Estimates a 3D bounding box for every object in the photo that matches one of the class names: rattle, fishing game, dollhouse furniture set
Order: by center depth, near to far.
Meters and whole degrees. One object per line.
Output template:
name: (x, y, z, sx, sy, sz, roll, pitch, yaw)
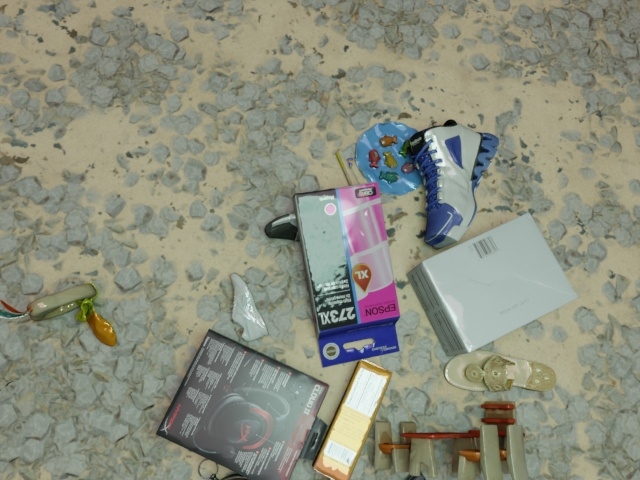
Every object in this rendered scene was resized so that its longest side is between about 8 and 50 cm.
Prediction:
dollhouse furniture set: (0.269, 0.372, 1.061, 0.259, 0.262, 0.135, 14, 68, -36)
rattle: (-0.504, 0.163, 1.066, 0.130, 0.200, 0.142, -11, 92, 13)
fishing game: (0.175, -0.199, 1.306, 0.264, 0.041, 0.189, -16, 79, -9)

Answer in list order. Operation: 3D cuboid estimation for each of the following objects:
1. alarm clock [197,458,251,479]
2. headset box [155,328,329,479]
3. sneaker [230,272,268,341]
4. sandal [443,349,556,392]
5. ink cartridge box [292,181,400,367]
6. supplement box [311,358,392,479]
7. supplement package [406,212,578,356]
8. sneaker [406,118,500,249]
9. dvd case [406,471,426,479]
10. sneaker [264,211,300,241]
alarm clock: (-0.170, 0.500, 1.068, 0.129, 0.064, 0.192, -35, 83, -13)
headset box: (-0.132, 0.335, 1.092, 0.293, 0.110, 0.218, 24, 74, 2)
sneaker: (-0.164, 0.140, 1.174, 0.061, 0.053, 0.152, -23, 78, -8)
sandal: (0.387, 0.276, 1.171, 0.240, 0.079, 0.088, 6, 74, -3)
ink cartridge box: (0.060, 0.072, 1.160, 0.176, 0.069, 0.371, -10, 93, -8)
supplement box: (0.065, 0.360, 1.121, 0.080, 0.078, 0.233, 27, 73, 6)
supplement package: (0.353, 0.096, 1.183, 0.262, 0.145, 0.204, -23, 78, -11)
sneaker: (0.262, -0.147, 1.240, 0.182, 0.127, 0.315, 29, 67, -10)
dvd case: (0.203, 0.579, 1.058, 0.164, 0.018, 0.221, -21, 74, -46)
sneaker: (0.000, 0.000, 1.212, 0.229, 0.086, 0.132, -11, 78, -9)
